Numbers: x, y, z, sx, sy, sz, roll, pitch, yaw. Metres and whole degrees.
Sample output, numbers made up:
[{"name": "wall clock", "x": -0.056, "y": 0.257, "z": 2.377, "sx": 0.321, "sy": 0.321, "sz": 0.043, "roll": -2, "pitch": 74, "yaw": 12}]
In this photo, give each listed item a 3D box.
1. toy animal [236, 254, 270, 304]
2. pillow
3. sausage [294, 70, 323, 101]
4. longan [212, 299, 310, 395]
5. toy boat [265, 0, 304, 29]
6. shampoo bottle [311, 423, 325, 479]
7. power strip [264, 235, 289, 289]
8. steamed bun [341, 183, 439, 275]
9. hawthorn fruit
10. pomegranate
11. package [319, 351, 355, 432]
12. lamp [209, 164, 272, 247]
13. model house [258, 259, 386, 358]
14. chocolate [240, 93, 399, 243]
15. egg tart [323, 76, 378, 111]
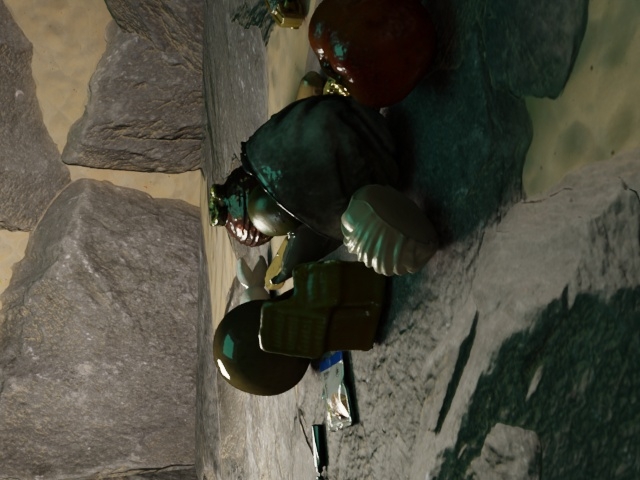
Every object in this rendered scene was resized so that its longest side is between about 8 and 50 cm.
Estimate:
[{"name": "toy animal", "x": -0.208, "y": 0.165, "z": 2.519, "sx": 0.131, "sy": 0.104, "sz": 0.221, "roll": 114, "pitch": 150, "yaw": -56}, {"name": "pillow", "x": 0.000, "y": 0.000, "z": 1.662, "sx": 0.059, "sy": 0.255, "sz": 0.169, "roll": 38, "pitch": 127, "yaw": 15}, {"name": "sausage", "x": -0.046, "y": -0.294, "z": 2.016, "sx": 0.301, "sy": 0.066, "sz": 0.066, "roll": 109, "pitch": 154, "yaw": -45}, {"name": "longan", "x": -0.148, "y": 0.273, "z": 2.070, "sx": 0.258, "sy": 0.258, "sz": 0.258, "roll": 178, "pitch": 90, "yaw": -73}, {"name": "toy boat", "x": -0.106, "y": -0.672, "z": 2.125, "sx": 0.310, "sy": 0.089, "sz": 0.115, "roll": -107, "pitch": 26, "yaw": -42}, {"name": "shampoo bottle", "x": -0.005, "y": 0.531, "z": 2.021, "sx": 0.048, "sy": 0.027, "sz": 0.137, "roll": 154, "pitch": 113, "yaw": -74}, {"name": "power strip", "x": -0.108, "y": 0.069, "z": 2.293, "sx": 0.305, "sy": 0.044, "sz": 0.064, "roll": 123, "pitch": 142, "yaw": -59}, {"name": "steamed bun", "x": 0.107, "y": -0.008, "z": 1.346, "sx": 0.106, "sy": 0.183, "sz": 0.183, "roll": -53, "pitch": 36, "yaw": 29}, {"name": "hawthorn fruit", "x": 0.112, "y": -0.344, "z": 1.322, "sx": 0.207, "sy": 0.243, "sz": 0.207, "roll": 47, "pitch": 179, "yaw": 1}, {"name": "pomegranate", "x": -0.088, "y": -0.071, "z": 2.004, "sx": 0.179, "sy": 0.179, "sz": 0.210, "roll": -126, "pitch": 25, "yaw": -61}, {"name": "package", "x": 0.036, "y": 0.351, "z": 1.870, "sx": 0.171, "sy": 0.027, "sz": 0.173, "roll": 129, "pitch": 133, "yaw": -65}, {"name": "lamp", "x": -0.197, "y": -0.100, "z": 2.258, "sx": 0.247, "sy": 0.247, "sz": 0.247, "roll": 178, "pitch": 90, "yaw": -73}, {"name": "model house", "x": -0.006, "y": 0.126, "z": 1.622, "sx": 0.173, "sy": 0.239, "sz": 0.268, "roll": -116, "pitch": 28, "yaw": -52}, {"name": "chocolate", "x": 0.026, "y": -0.164, "z": 1.491, "sx": 0.213, "sy": 0.303, "sz": 0.303, "roll": -49, "pitch": 35, "yaw": 19}, {"name": "egg tart", "x": 0.065, "y": -0.283, "z": 1.623, "sx": 0.129, "sy": 0.049, "sz": 0.129, "roll": 19, "pitch": 129, "yaw": 24}]
